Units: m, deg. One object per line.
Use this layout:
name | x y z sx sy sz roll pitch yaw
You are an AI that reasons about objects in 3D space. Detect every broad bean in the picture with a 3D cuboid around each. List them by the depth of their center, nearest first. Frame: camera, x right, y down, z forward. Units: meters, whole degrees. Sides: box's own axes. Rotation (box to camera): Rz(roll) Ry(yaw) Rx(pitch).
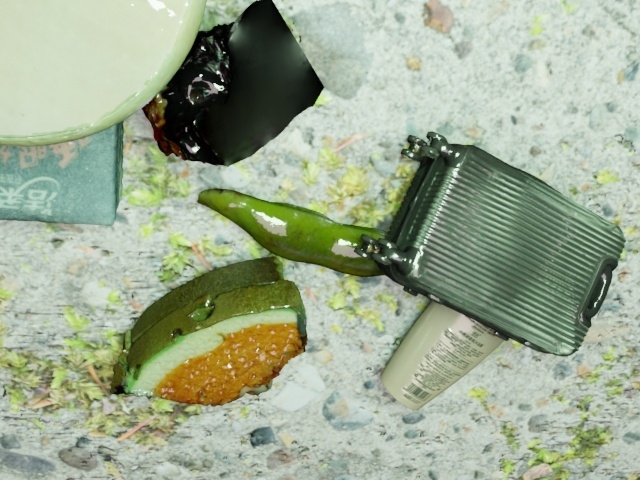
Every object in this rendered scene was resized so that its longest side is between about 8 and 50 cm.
broad bean | 0.000 0.000 1.080 0.339 0.061 0.077 15 131 -15

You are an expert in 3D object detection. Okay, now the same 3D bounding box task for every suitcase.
suitcase | 0.220 0.007 1.038 0.312 0.128 0.202 26 87 -14

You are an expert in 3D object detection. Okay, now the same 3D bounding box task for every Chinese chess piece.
Chinese chess piece | -0.275 -0.261 0.738 0.349 0.146 0.349 -3 110 -9

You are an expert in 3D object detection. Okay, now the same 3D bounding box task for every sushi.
sushi | -0.124 -0.165 0.915 0.150 0.172 0.153 11 152 35

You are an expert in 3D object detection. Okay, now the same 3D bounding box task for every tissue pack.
tissue pack | -0.336 -0.172 0.911 0.228 0.103 0.315 5 118 -9

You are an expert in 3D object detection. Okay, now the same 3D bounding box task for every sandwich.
sandwich | -0.122 0.130 1.103 0.212 0.109 0.292 28 126 -32

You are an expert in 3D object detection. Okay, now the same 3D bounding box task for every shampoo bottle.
shampoo bottle | 0.197 0.131 1.171 0.127 0.078 0.257 36 107 -18
